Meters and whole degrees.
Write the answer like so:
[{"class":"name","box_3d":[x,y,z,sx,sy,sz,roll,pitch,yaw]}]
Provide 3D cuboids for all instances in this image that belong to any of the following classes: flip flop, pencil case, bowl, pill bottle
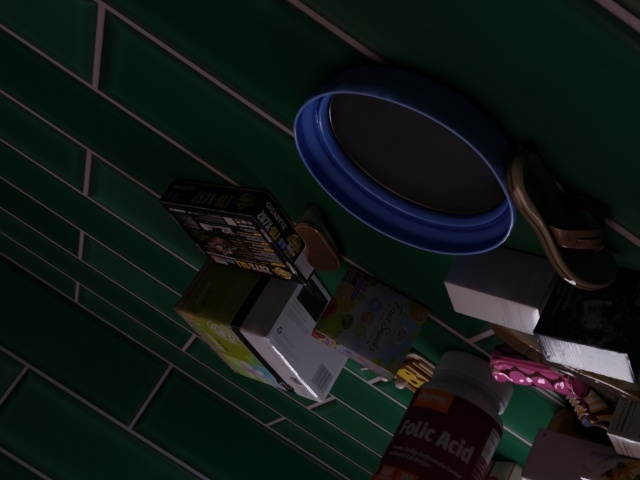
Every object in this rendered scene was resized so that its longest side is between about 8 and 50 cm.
[{"class":"flip flop","box_3d":[0.374,-0.030,1.235,0.080,0.112,0.277,-17,123,41]},{"class":"pencil case","box_3d":[0.447,0.264,1.705,0.098,0.095,0.209,6,177,-45]},{"class":"bowl","box_3d":[0.142,-0.125,1.342,0.391,0.077,0.391,26,156,13]},{"class":"pill bottle","box_3d":[0.285,0.466,1.909,0.224,0.392,0.224,25,155,13]}]

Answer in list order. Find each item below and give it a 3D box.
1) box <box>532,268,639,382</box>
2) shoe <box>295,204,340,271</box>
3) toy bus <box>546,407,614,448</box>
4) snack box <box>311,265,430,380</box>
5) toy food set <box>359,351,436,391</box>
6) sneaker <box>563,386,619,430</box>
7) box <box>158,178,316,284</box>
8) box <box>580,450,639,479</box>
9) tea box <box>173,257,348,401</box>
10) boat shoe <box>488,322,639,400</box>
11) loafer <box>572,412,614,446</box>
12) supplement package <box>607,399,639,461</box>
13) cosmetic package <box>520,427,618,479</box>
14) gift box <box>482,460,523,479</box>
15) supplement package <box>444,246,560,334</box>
[{"class":"box","box_3d":[0.456,0.128,1.352,0.158,0.156,0.093,11,147,39]},{"class":"shoe","box_3d":[0.000,0.000,1.787,0.076,0.058,0.219,2,151,15]},{"class":"toy bus","box_3d":[0.673,0.518,1.898,0.333,0.108,0.130,29,153,7]},{"class":"snack box","box_3d":[0.112,0.184,1.846,0.207,0.174,0.070,29,159,5]},{"class":"toy food set","box_3d":[0.269,0.404,2.178,0.306,0.092,0.220,36,156,-11]},{"class":"sneaker","box_3d":[0.552,0.339,1.728,0.185,0.084,0.069,26,155,11]},{"class":"box","box_3d":[-0.191,-0.022,1.937,0.322,0.079,0.257,10,149,41]},{"class":"box","box_3d":[0.642,0.460,1.545,0.067,0.063,0.324,43,154,-30]},{"class":"tea box","box_3d":[-0.134,0.211,2.133,0.323,0.220,0.329,12,149,39]},{"class":"boat shoe","box_3d":[0.463,0.192,1.544,0.302,0.098,0.109,25,168,11]},{"class":"loafer","box_3d":[0.652,0.408,1.766,0.078,0.080,0.220,38,162,-36]},{"class":"supplement package","box_3d":[0.689,0.367,1.555,0.244,0.134,0.139,11,150,39]},{"class":"cosmetic package","box_3d":[0.569,0.547,1.791,0.224,0.138,0.224,10,137,30]},{"class":"gift box","box_3d":[0.525,0.809,2.438,0.258,0.276,0.255,39,150,-13]},{"class":"supplement package","box_3d":[0.329,0.084,1.481,0.179,0.105,0.105,16,152,31]}]
